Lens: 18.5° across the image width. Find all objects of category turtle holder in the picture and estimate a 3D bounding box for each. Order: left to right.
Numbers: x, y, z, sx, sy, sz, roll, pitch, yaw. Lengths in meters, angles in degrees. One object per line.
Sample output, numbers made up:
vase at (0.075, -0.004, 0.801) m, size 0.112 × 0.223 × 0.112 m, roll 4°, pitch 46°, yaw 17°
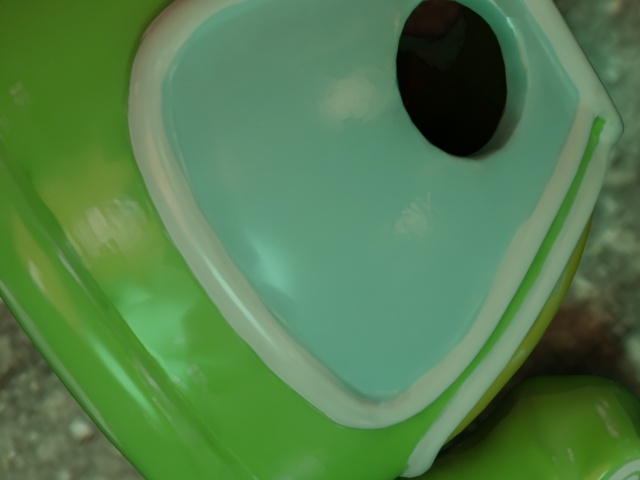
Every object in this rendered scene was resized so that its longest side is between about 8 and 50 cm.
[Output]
turtle holder at (-0.006, -0.006, 0.687) m, size 0.227 × 0.243 × 0.320 m, roll -33°, pitch 84°, yaw 6°
